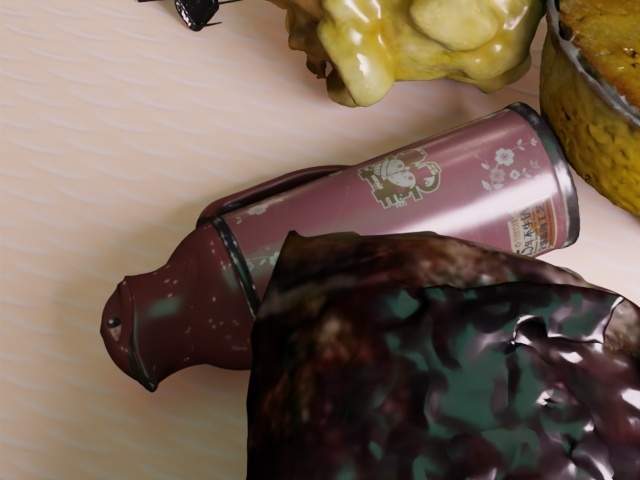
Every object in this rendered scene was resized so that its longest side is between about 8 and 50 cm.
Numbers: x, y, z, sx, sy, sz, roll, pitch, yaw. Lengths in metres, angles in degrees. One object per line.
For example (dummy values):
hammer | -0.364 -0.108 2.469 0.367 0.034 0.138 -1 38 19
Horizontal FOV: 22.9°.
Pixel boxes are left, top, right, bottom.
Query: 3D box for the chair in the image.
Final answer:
chair | -0.103 -0.191 1.261 0.086 0.042 0.037 7 50 49

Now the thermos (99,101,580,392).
thermos | 0.002 0.000 1.092 0.330 0.109 0.136 -21 74 -10

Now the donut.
donut | 0.271 -0.090 1.106 0.272 0.107 0.272 10 39 -8

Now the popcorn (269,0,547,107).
popcorn | 0.055 -0.230 1.177 0.252 0.215 0.286 -27 66 -21

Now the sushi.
sushi | 0.086 0.169 0.896 0.300 0.281 0.294 2 58 20
